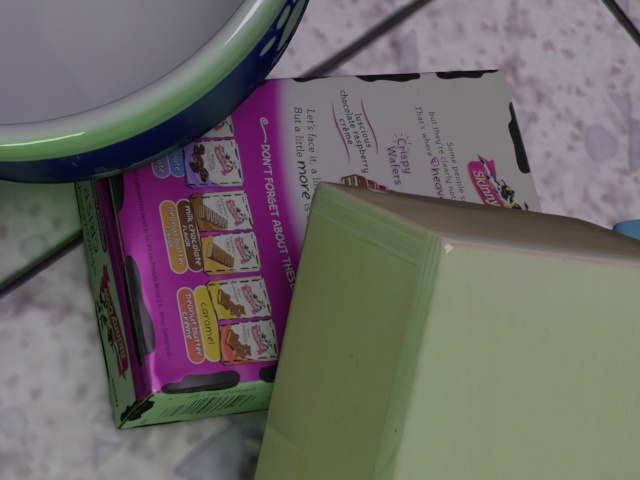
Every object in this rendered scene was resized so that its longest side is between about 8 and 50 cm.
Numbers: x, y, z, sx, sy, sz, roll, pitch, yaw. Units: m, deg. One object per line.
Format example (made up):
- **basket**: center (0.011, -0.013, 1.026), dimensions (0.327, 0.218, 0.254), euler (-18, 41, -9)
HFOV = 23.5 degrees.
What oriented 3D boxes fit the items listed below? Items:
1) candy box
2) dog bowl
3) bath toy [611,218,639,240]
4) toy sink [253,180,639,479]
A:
- **candy box**: center (0.000, 0.000, 0.791), dimensions (0.233, 0.071, 0.159), euler (-5, 72, -23)
- **dog bowl**: center (-0.129, -0.161, 0.690), dimensions (0.264, 0.104, 0.265), euler (0, 83, 3)
- **bath toy**: center (0.197, 0.162, 0.764), dimensions (0.129, 0.151, 0.348), euler (5, 70, -5)
- **toy sink**: center (0.063, 0.104, 0.696), dimensions (0.152, 0.131, 0.234), euler (6, 100, -27)
